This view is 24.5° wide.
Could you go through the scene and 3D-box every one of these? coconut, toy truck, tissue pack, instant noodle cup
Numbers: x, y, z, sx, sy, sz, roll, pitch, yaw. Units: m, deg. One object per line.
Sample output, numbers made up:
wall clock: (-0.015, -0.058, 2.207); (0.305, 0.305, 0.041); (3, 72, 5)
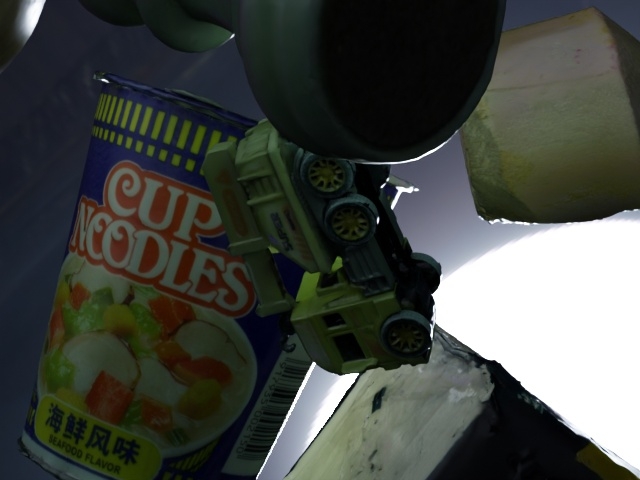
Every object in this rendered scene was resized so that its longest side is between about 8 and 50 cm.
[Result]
coconut: (0.169, -0.082, 0.996); (0.153, 0.147, 0.147); (-11, -150, 3)
toy truck: (0.000, 0.000, 0.850); (0.100, 0.169, 0.077); (-16, -151, 20)
tissue pack: (0.186, 0.286, 1.323); (0.264, 0.416, 0.253); (-52, -161, 2)
instant noodle cup: (-0.102, 0.052, 1.203); (0.284, 0.284, 0.312); (22, -87, 62)

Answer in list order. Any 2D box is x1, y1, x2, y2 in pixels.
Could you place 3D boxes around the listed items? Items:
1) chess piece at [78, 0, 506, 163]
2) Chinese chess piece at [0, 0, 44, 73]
chess piece: (-0.051, -0.130, 0.730); (0.272, 0.139, 0.139); (20, -119, 41)
Chinese chess piece: (-0.280, -0.187, 0.850); (0.104, 0.257, 0.257); (-55, -151, -17)
